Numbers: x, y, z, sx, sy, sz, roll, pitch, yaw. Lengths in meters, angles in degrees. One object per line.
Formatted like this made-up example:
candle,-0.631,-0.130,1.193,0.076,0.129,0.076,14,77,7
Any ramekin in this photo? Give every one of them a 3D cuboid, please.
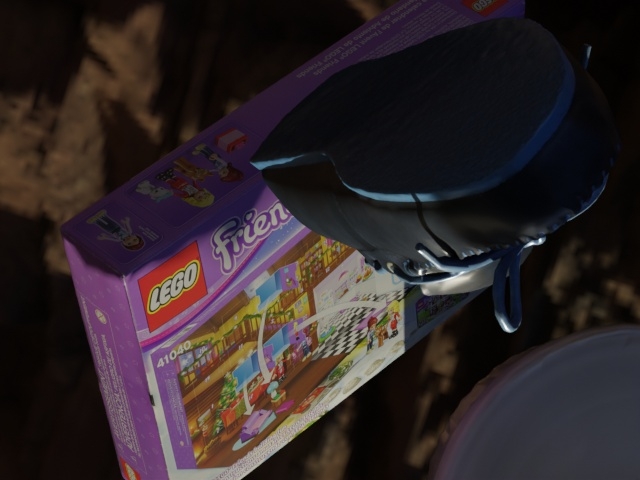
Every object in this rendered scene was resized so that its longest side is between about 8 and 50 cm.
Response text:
ramekin,0.190,0.184,1.289,0.127,0.273,0.273,-151,-102,-80

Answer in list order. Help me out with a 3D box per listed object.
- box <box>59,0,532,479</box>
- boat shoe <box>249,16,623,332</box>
box,0.000,0.000,1.094,0.293,0.057,0.201,-36,141,-27
boat shoe,0.057,-0.028,0.749,0.109,0.089,0.258,-44,-166,-6
